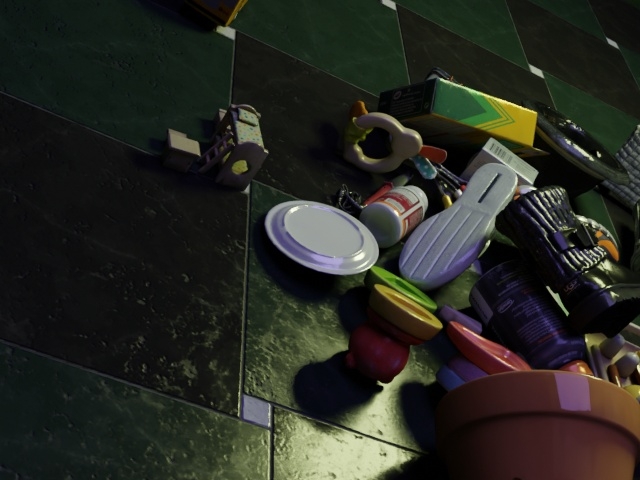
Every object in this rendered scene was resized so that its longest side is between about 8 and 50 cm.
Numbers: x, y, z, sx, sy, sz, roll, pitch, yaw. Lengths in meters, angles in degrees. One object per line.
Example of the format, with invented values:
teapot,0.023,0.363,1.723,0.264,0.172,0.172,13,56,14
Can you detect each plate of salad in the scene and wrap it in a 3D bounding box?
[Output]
plate of salad,0.000,0.000,1.716,0.200,0.048,0.200,14,35,-10

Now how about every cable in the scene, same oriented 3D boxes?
cable,0.254,-0.123,2.034,0.139,0.072,0.287,-30,82,-25

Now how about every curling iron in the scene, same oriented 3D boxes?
curling iron,0.115,-0.102,1.962,0.068,0.035,0.274,45,35,14

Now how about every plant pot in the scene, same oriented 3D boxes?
plant pot,0.300,0.334,1.400,0.291,0.291,0.203,21,53,-22

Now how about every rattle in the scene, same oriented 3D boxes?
rattle,0.149,-0.198,2.011,0.200,0.130,0.143,5,15,5

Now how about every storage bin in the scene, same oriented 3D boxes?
storage bin,0.276,-0.319,2.330,0.135,0.098,0.091,41,44,8

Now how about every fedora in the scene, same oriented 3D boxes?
fedora,0.538,-0.177,2.308,0.334,0.152,0.334,31,21,-13

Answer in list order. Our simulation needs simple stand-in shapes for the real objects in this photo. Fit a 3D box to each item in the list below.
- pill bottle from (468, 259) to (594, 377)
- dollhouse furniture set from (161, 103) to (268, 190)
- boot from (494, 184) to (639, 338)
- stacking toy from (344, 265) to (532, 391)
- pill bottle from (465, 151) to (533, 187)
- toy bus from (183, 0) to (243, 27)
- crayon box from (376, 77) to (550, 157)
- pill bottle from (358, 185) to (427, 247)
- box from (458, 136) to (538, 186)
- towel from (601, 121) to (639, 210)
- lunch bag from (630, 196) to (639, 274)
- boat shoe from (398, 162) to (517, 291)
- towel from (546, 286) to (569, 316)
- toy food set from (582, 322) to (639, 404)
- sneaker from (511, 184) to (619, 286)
pill bottle,0.371,0.162,1.778,0.130,0.130,0.245,2,46,-40
dollhouse furniture set,-0.189,-0.200,1.755,0.161,0.101,0.182,16,38,-27
boot,0.471,0.034,1.841,0.260,0.131,0.348,56,21,24
stacking toy,0.169,0.176,1.651,0.309,0.130,0.279,29,8,-15
pill bottle,0.388,-0.137,2.209,0.137,0.078,0.078,17,38,-26
toy bus,-0.188,-0.567,2.182,0.108,0.130,0.332,31,34,-7
crayon box,0.306,-0.251,2.168,0.323,0.203,0.083,14,82,-30
pill bottle,0.138,-0.048,1.872,0.086,0.086,0.152,42,34,10
box,0.353,-0.117,2.098,0.126,0.137,0.072,37,34,2
towel,0.851,-0.162,2.510,0.284,0.235,0.121,34,30,-5
lunch bag,0.827,0.018,2.305,0.256,0.212,0.305,19,32,6
boat shoe,0.264,-0.002,1.880,0.121,0.119,0.335,29,55,28
towel,0.484,0.127,2.024,0.152,0.023,0.113,20,39,-27
toy food set,0.621,0.273,1.895,0.220,0.092,0.306,24,35,-16
sneaker,0.486,0.030,2.043,0.321,0.124,0.180,24,38,-26
